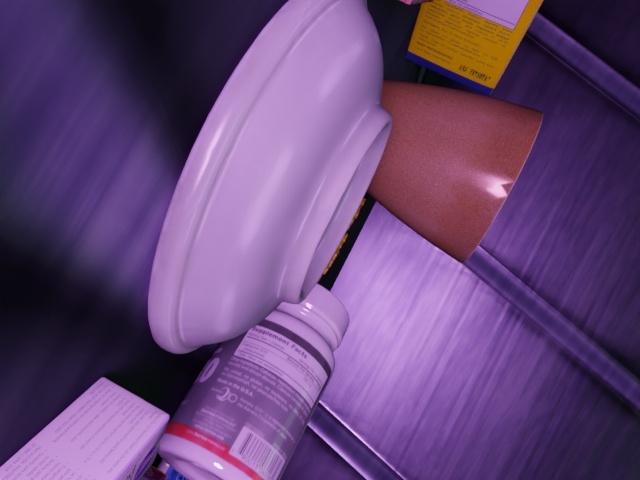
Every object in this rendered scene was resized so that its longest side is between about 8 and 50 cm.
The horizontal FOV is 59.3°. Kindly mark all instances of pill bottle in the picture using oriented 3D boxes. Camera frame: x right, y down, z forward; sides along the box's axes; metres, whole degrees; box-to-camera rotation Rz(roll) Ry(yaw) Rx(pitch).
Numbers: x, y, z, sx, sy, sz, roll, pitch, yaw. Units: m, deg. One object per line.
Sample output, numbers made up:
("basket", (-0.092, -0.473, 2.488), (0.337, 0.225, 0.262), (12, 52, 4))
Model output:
("pill bottle", (-0.079, 0.196, 0.771), (0.283, 0.161, 0.161), (-59, 172, -34))

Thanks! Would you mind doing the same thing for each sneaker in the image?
("sneaker", (-0.190, 0.344, 0.824), (0.058, 0.084, 0.152), (-59, 172, -31))

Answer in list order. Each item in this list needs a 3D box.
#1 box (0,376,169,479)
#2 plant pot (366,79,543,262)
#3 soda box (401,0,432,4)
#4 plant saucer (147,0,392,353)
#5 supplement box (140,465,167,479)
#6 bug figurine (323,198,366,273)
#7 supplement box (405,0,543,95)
("box", (-0.197, 0.198, 0.296), (0.063, 0.067, 0.324), (-66, 174, 27))
("plant pot", (0.145, -0.131, 0.817), (0.237, 0.254, 0.237), (-61, 173, -13))
("soda box", (0.104, -0.313, 0.646), (0.063, 0.058, 0.183), (-67, 173, 28))
("plant saucer", (-0.017, -0.049, 0.571), (0.400, 0.100, 0.400), (-61, 172, -14))
("supplement box", (-0.206, 0.274, 0.609), (0.055, 0.043, 0.083), (-60, 172, -11))
("bug figurine", (0.000, 0.000, 1.000), (0.216, 0.072, 0.279), (-59, 180, 25))
("supplement box", (0.314, -0.476, 1.020), (0.195, 0.194, 0.356), (-60, 173, -23))
